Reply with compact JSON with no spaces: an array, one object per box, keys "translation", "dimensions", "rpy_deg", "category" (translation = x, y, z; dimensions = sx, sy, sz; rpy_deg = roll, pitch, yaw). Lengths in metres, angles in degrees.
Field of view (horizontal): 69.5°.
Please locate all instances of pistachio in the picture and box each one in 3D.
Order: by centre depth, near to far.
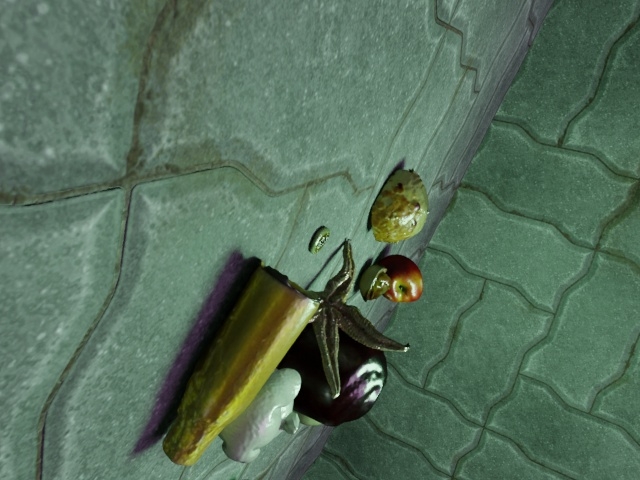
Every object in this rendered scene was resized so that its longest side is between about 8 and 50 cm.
[{"translation":[0.225,0.181,1.930],"dimensions":[0.165,0.130,0.210],"rpy_deg":[-56,174,-35],"category":"pistachio"}]

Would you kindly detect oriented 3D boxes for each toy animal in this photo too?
[{"translation":[-0.163,0.431,1.155],"dimensions":[0.271,0.206,0.265],"rpy_deg":[-55,165,-10],"category":"toy animal"}]

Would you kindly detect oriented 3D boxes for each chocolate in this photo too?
[{"translation":[-0.183,0.258,0.960],"dimensions":[0.445,0.162,0.162],"rpy_deg":[-56,162,-1],"category":"chocolate"},{"translation":[0.038,0.395,1.440],"dimensions":[0.383,0.331,0.383],"rpy_deg":[-54,161,-27],"category":"chocolate"}]

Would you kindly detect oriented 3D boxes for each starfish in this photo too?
[{"translation":[0.051,0.198,1.301],"dimensions":[0.398,0.384,0.132],"rpy_deg":[-13,148,-47],"category":"starfish"}]

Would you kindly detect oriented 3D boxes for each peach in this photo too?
[{"translation":[0.353,0.170,2.064],"dimensions":[0.199,0.243,0.243],"rpy_deg":[-58,164,20],"category":"peach"}]

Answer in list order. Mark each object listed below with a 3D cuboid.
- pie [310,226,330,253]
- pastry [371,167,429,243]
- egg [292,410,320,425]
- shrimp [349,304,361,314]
[{"translation":[0.000,0.001,1.233],"dimensions":[0.084,0.021,0.084],"rpy_deg":[-50,158,-28],"category":"pie"},{"translation":[0.294,-0.106,1.624],"dimensions":[0.237,0.170,0.256],"rpy_deg":[-50,154,-37],"category":"pastry"},{"translation":[-0.008,0.554,1.717],"dimensions":[0.269,0.219,0.219],"rpy_deg":[-52,160,-27],"category":"egg"},{"translation":[0.110,0.441,1.932],"dimensions":[0.137,0.172,0.372],"rpy_deg":[-12,120,-24],"category":"shrimp"}]
